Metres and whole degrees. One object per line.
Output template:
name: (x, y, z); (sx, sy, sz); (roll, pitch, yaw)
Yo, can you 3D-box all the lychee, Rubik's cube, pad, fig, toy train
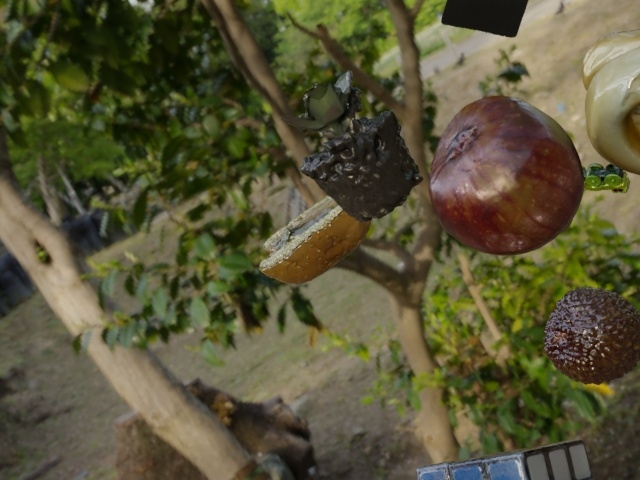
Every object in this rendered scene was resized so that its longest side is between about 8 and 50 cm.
lychee: (0.690, 0.234, 2.209); (0.271, 0.271, 0.271); (-28, 9, 5)
Rubik's cube: (0.439, 0.633, 2.044); (0.303, 0.301, 0.305); (4, -20, -45)
pad: (0.247, -0.379, 1.264); (0.116, 0.193, 0.004); (10, 40, -1)
fig: (0.223, -0.051, 0.984); (0.175, 0.207, 0.175); (-41, 26, 25)
toy train: (0.599, -0.146, 2.134); (0.249, 0.085, 0.053); (2, 56, 35)

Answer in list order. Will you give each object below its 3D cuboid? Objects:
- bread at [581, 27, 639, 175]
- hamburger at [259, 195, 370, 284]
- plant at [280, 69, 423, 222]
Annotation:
bread: (0.618, -0.258, 1.380); (0.423, 0.245, 0.329); (-10, -21, 12)
hamburger: (0.000, 0.000, 1.806); (0.262, 0.131, 0.124); (-35, 22, 17)
plant: (0.045, -0.131, 1.261); (0.142, 0.203, 0.131); (-46, 8, -24)
